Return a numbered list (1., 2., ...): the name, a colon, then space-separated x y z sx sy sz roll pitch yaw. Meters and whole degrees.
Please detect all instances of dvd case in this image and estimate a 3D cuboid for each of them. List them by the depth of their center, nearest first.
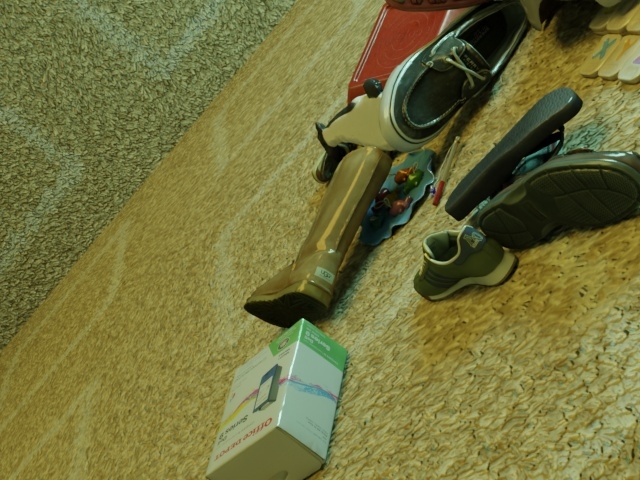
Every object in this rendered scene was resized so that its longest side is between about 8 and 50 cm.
1. dvd case: 0.266 -0.079 1.523 0.119 0.013 0.087 -41 21 33

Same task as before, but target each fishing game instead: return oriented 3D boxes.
1. fishing game: 0.115 -0.077 1.851 0.264 0.041 0.189 -28 32 52

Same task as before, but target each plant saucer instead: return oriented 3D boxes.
1. plant saucer: 0.164 -0.364 2.142 0.258 0.047 0.259 -6 55 50

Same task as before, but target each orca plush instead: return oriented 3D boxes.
1. orca plush: 0.111 -0.197 2.071 0.287 0.102 0.151 -33 70 55

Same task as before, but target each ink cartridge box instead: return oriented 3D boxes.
1. ink cartridge box: -0.056 0.233 1.583 0.154 0.093 0.212 -39 23 33

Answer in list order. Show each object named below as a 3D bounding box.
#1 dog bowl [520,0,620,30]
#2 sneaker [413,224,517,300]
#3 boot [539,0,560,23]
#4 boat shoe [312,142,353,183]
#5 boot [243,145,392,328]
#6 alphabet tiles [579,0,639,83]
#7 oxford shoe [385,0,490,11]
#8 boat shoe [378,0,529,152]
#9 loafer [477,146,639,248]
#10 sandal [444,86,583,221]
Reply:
1. dog bowl: 0.410 -0.453 1.672 0.349 0.102 0.349 -38 18 15
2. sneaker: 0.158 0.021 1.472 0.192 0.086 0.064 -18 38 61
3. boot: 0.380 -0.384 1.802 0.114 0.037 0.106 -17 37 54
4. boat shoe: 0.039 -0.175 2.214 0.049 0.056 0.152 7 70 64
5. boot: 0.000 0.000 1.865 0.236 0.089 0.269 -18 43 56
6. alphabet tiles: 0.452 -0.322 1.523 0.278 0.021 0.284 -51 17 1
7. oxford shoe: 0.256 -0.430 1.907 0.348 0.123 0.130 -16 -7 -10
8. boat shoe: 0.211 -0.278 1.842 0.335 0.121 0.119 -53 16 -26
9. loafer: 0.278 -0.064 1.340 0.084 0.096 0.267 -54 15 -27
10. sandal: 0.257 -0.108 1.512 0.254 0.054 0.097 -46 9 45
